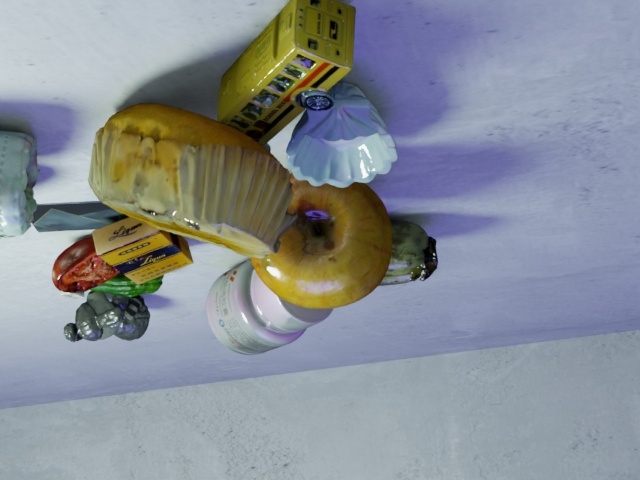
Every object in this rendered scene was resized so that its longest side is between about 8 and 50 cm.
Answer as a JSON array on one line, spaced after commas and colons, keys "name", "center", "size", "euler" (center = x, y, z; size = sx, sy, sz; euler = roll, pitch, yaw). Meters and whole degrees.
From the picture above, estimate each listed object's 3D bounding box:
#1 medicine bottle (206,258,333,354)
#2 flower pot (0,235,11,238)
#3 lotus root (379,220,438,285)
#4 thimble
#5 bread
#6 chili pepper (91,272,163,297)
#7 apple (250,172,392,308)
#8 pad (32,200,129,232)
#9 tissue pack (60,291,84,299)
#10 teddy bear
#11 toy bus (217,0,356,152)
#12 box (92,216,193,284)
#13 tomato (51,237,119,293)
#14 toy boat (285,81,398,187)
[{"name": "medicine bottle", "center": [-0.126, 0.154, 2.160], "size": [0.241, 0.241, 0.302], "euler": [12, 155, -37]}, {"name": "flower pot", "center": [-0.660, -0.062, 1.658], "size": [0.229, 0.108, 0.103], "euler": [-19, 155, 33]}, {"name": "lotus root", "center": [0.126, 0.036, 2.023], "size": [0.310, 0.173, 0.173], "euler": [-7, 160, 7]}, {"name": "thimble", "center": [-0.577, -0.097, 1.465], "size": [0.150, 0.185, 0.211], "euler": [2, 166, -13]}, {"name": "bread", "center": [-0.214, -0.104, 1.360], "size": [0.389, 0.183, 0.236], "euler": [16, 169, 31]}, {"name": "chili pepper", "center": [-0.521, 0.098, 2.136], "size": [0.254, 0.083, 0.099], "euler": [6, -160, -30]}, {"name": "apple", "center": [0.000, 0.000, 1.708], "size": [0.299, 0.298, 0.275], "euler": [-2, 174, -5]}, {"name": "pad", "center": [-0.526, -0.052, 1.860], "size": [0.243, 0.004, 0.163], "euler": [-3, 160, -4]}, {"name": "tissue pack", "center": [-0.637, 0.106, 2.155], "size": [0.042, 0.083, 0.062], "euler": [-12, 159, 19]}, {"name": "teddy bear", "center": [-0.590, 0.207, 2.371], "size": [0.171, 0.144, 0.251], "euler": [-19, 164, 28]}, {"name": "toy bus", "center": [-0.069, -0.238, 1.278], "size": [0.123, 0.121, 0.336], "euler": [14, 155, -28]}, {"name": "box", "center": [-0.407, 0.018, 1.942], "size": [0.152, 0.070, 0.237], "euler": [-20, 160, 3]}, {"name": "tomato", "center": [-0.563, 0.054, 2.003], "size": [0.166, 0.082, 0.174], "euler": [-37, 161, -9]}, {"name": "toy boat", "center": [0.035, -0.187, 1.464], "size": [0.200, 0.100, 0.290], "euler": [-4, 161, -1]}]
